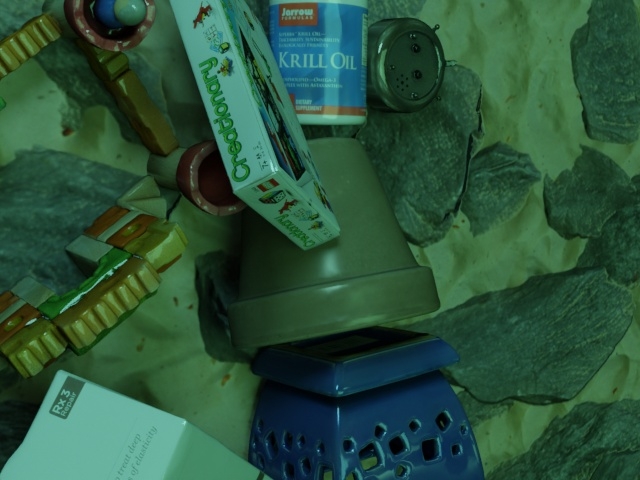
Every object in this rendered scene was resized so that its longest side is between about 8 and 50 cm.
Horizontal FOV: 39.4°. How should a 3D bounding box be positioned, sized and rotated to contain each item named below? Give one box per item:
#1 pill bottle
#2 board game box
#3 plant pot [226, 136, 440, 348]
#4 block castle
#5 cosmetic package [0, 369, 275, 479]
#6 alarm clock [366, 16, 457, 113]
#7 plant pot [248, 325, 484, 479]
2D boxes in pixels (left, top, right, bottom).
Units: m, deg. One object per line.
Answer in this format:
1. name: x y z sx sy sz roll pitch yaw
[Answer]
1. pill bottle: -0.003 -0.254 1.107 0.124 0.124 0.221 -5 99 -33
2. board game box: -0.076 -0.155 0.960 0.053 0.305 0.193 -25 156 11
3. plant pot: 0.000 0.000 1.109 0.263 0.263 0.229 -7 84 -33
4. block castle: -0.302 -0.034 0.892 0.453 0.213 0.303 -43 119 -21
5. cosmetic package: -0.183 0.303 0.945 0.385 0.156 0.217 63 47 -65
6. alarm clock: 0.096 -0.236 1.220 0.192 0.064 0.129 -12 105 -29
7. plant pot: 0.048 0.232 1.175 0.236 0.236 0.212 -10 97 -33
